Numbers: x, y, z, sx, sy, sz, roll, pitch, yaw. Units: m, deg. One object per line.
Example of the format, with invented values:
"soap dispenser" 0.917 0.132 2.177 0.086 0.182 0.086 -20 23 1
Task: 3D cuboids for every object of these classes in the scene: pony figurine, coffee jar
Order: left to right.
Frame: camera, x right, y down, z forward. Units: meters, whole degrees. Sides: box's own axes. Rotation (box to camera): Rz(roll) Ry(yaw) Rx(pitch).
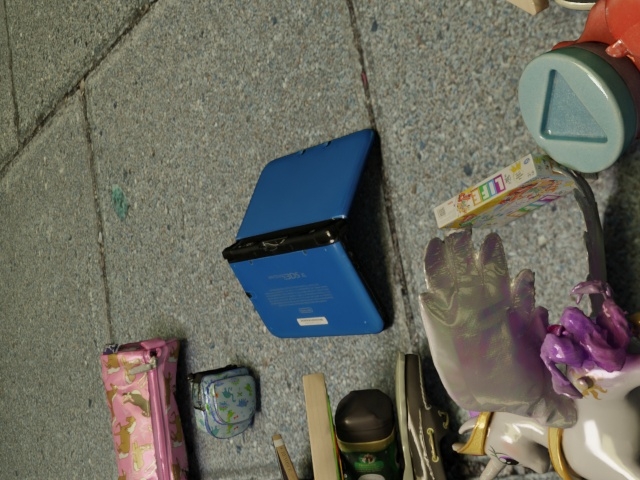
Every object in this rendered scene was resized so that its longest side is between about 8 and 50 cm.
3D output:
"coffee jar" 0.067 0.294 1.180 0.096 0.079 0.184 -68 -29 -72
"pony figurine" 0.261 0.131 0.837 0.363 0.303 0.351 13 115 46

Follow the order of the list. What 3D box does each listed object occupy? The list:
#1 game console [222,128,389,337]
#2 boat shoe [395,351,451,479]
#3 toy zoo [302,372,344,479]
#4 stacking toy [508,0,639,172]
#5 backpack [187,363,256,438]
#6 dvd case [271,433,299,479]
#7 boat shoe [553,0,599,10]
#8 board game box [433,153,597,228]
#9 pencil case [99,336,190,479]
"game console" 0.000 0.000 1.363 0.293 0.173 0.250 -10 113 53
"boat shoe" 0.136 0.256 1.151 0.081 0.068 0.228 64 -159 -78
"toy zoo" 0.017 0.336 1.209 0.293 0.030 0.192 80 -179 -51
"stacking toy" 0.235 -0.218 0.832 0.279 0.130 0.309 51 157 15
"backpack" -0.163 0.278 1.517 0.084 0.105 0.114 0 96 54
"dvd case" -0.021 0.416 1.308 0.221 0.018 0.164 -121 16 -48
"boat shoe" 0.364 -0.359 0.770 0.500 0.156 0.187 -21 75 53
"board game box" 0.218 -0.052 1.006 0.154 0.103 0.026 -32 65 49
"pencil case" -0.323 0.381 1.693 0.160 0.167 0.386 -11 80 15
